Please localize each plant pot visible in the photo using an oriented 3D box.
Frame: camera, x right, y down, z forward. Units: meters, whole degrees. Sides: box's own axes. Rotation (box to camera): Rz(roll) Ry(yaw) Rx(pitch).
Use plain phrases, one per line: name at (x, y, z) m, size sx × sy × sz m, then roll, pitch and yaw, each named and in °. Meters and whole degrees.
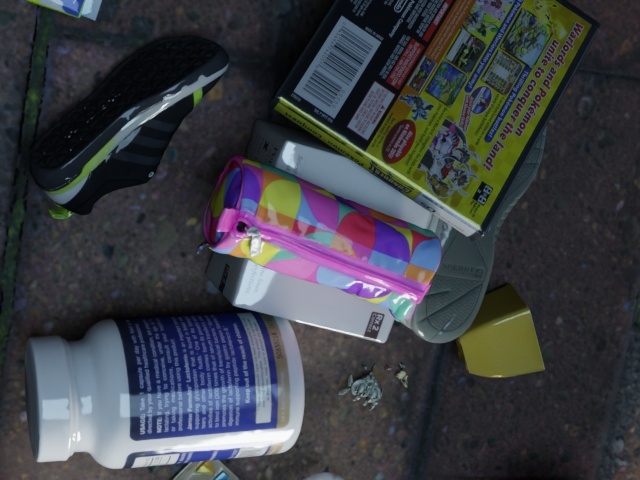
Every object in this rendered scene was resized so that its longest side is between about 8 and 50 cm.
plant pot at (0.195, 0.109, 1.587) m, size 0.083 × 0.081 × 0.081 m, roll -18°, pitch 111°, yaw -3°

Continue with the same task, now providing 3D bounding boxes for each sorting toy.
sorting toy at (-0.137, 0.276, 1.551) m, size 0.083 × 0.012 × 0.062 m, roll -45°, pitch 114°, yaw -3°

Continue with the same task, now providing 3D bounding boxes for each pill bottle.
pill bottle at (-0.161, 0.152, 1.431) m, size 0.265 × 0.153 × 0.153 m, roll -2°, pitch 106°, yaw -19°

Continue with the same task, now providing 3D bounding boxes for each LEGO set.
LEGO set at (0.062, 0.163, 1.583) m, size 0.083 × 0.023 × 0.054 m, roll -31°, pitch 113°, yaw -9°

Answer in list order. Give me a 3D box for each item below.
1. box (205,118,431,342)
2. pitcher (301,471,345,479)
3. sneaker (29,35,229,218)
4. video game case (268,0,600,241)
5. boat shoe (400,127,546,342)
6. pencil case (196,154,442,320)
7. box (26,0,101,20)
box at (0.001, -0.010, 1.461) m, size 0.182 × 0.119 × 0.181 m, roll 15°, pitch 99°, yaw -23°
pitcher at (-0.069, 0.329, 1.535) m, size 0.207 × 0.125 × 0.177 m, roll 13°, pitch 96°, yaw -32°
sneaker at (-0.185, -0.111, 1.404) m, size 0.235 × 0.084 × 0.097 m, roll -37°, pitch 137°, yaw -5°
video game case at (0.120, -0.177, 1.416) m, size 0.248 × 0.035 × 0.274 m, roll 33°, pitch 71°, yaw -6°
boat shoe at (0.148, -0.052, 1.515) m, size 0.118 × 0.103 × 0.320 m, roll 10°, pitch 100°, yaw -35°
pencil case at (0.000, 0.000, 1.345) m, size 0.236 × 0.104 × 0.104 m, roll 19°, pitch 98°, yaw -22°
box at (-0.277, -0.284, 1.328) m, size 0.178 × 0.042 × 0.109 m, roll 18°, pitch 99°, yaw -22°
